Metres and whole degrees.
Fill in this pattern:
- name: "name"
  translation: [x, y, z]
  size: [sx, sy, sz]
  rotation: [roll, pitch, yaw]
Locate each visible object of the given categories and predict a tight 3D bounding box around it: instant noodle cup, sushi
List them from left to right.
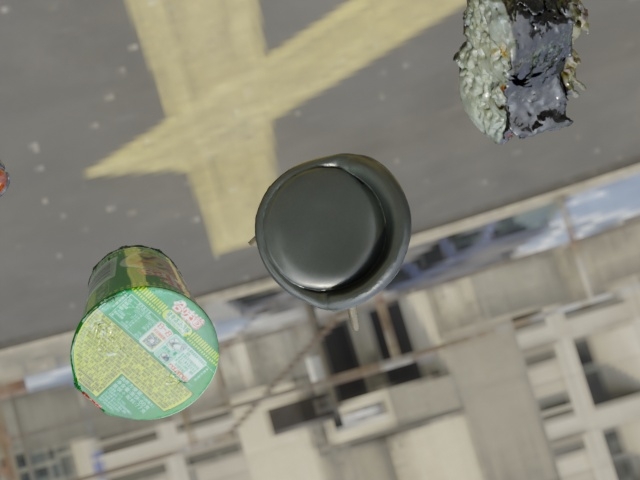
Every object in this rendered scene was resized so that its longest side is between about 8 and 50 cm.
- name: "instant noodle cup"
  translation: [-0.261, 0.114, 2.148]
  size: [0.207, 0.207, 0.232]
  rotation: [-15, -156, -5]
- name: "sushi"
  translation: [0.228, -0.203, 1.669]
  size: [0.115, 0.147, 0.212]
  rotation: [-18, 142, -14]

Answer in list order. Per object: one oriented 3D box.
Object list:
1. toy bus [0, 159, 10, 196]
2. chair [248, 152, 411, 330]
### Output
- name: "toy bus"
  translation: [-0.479, -0.123, 1.960]
  size: [0.079, 0.174, 0.077]
  rotation: [-37, 162, -1]
- name: "chair"
  translation: [0.001, 0.000, 0.976]
  size: [0.095, 0.104, 0.221]
  rotation: [7, 175, -3]
